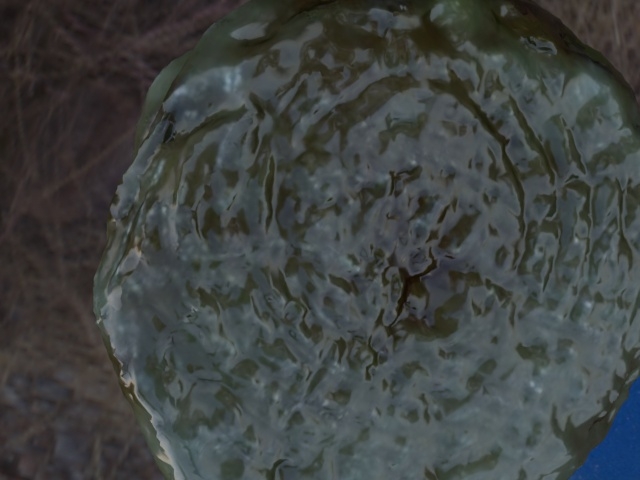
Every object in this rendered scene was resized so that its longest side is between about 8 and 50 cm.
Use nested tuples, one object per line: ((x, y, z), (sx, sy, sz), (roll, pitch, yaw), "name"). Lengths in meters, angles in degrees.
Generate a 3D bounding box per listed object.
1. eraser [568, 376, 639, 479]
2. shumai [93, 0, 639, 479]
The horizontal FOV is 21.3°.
((0.331, 0.145, 1.519), (0.144, 0.042, 0.312), (37, 113, 10), "eraser")
((0.000, 0.000, 0.910), (0.304, 0.263, 0.309), (-49, 116, -9), "shumai")
